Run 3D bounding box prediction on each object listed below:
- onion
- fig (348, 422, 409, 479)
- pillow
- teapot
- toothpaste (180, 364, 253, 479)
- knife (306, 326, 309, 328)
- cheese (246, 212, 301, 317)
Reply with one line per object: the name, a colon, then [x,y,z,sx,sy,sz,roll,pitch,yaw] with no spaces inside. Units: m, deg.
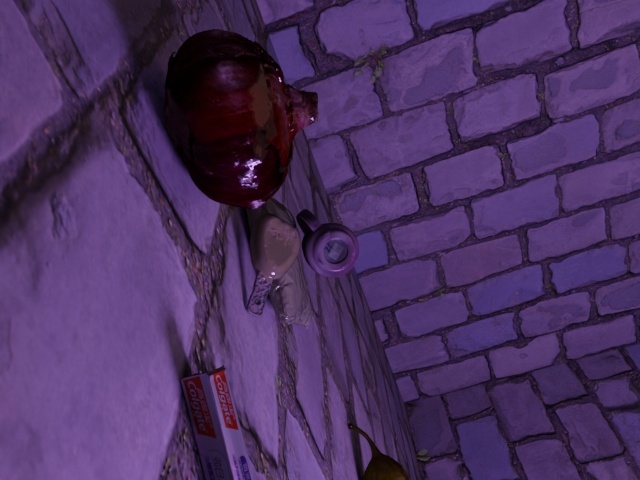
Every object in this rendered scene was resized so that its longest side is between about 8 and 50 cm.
onion: [-0.109,-0.175,0.771,0.252,0.219,0.252,-11,90,-90]
fig: [0.141,0.574,1.390,0.236,0.124,0.124,63,2,29]
pillow: [-0.072,0.036,1.109,0.274,0.076,0.280,49,26,-77]
teapot: [-0.003,0.010,1.181,0.116,0.148,0.146,-65,-163,-2]
toothpaste: [-0.103,0.236,0.574,0.040,0.047,0.196,2,71,-67]
knife: [-0.058,0.086,1.298,0.046,0.022,0.256,69,9,-81]
cheese: [-0.090,0.044,0.927,0.097,0.037,0.192,32,49,-23]
